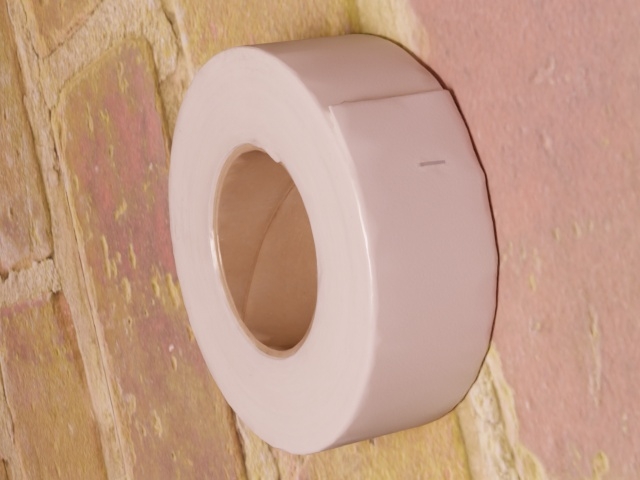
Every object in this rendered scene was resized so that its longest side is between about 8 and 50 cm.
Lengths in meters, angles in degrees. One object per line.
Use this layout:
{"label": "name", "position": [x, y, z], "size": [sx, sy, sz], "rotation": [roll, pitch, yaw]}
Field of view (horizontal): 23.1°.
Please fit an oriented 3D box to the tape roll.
{"label": "tape roll", "position": [0.000, 0.000, 1.085], "size": [0.286, 0.100, 0.286], "rotation": [25, 120, 55]}
